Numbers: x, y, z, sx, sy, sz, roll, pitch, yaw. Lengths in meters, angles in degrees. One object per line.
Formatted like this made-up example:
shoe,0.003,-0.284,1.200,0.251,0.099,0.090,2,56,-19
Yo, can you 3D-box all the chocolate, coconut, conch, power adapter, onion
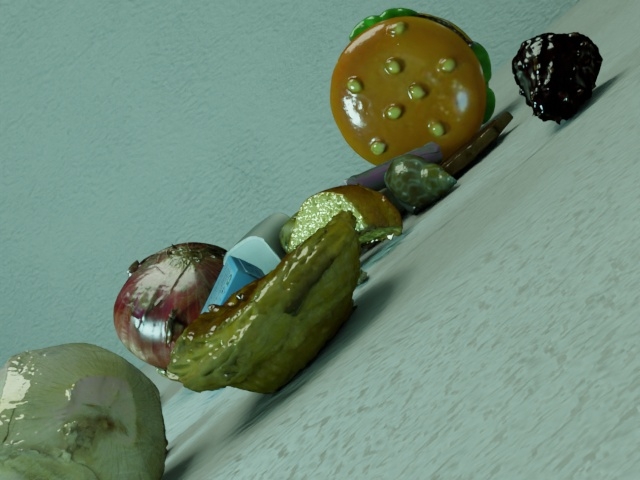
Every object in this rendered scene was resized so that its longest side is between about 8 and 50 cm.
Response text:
chocolate,0.376,-0.241,1.480,0.156,0.156,0.133,-36,34,49
coconut,-0.362,0.292,1.325,0.255,0.297,0.297,-52,-2,34
conch,0.184,-0.116,1.810,0.105,0.116,0.173,-24,-11,-9
power adapter,-0.093,0.046,2.054,0.124,0.187,0.255,-32,8,21
onion,-0.303,0.150,2.107,0.353,0.354,0.353,-40,4,4

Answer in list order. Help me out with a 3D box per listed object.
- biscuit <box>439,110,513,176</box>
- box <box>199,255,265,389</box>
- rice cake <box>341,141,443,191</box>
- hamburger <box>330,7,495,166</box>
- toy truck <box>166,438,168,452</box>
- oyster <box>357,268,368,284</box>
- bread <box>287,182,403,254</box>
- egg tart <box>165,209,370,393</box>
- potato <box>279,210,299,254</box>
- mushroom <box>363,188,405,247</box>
biscuit,0.309,-0.183,1.881,0.215,0.034,0.182,-41,3,20
box,-0.186,0.157,1.796,0.232,0.083,0.142,-62,14,4
rice cake,0.148,-0.141,1.914,0.269,0.055,0.049,-23,32,-26
hamburger,0.222,-0.345,2.199,0.395,0.396,0.277,-39,6,21
toy truck,-0.351,0.386,1.589,0.192,0.083,0.092,-40,-1,16
oyster,0.044,0.057,1.598,0.038,0.080,0.083,-63,-30,0
bread,0.033,-0.037,1.767,0.260,0.134,0.129,-29,-18,39
egg tart,-0.048,0.100,1.370,0.339,0.153,0.351,-39,4,11
potato,0.003,-0.004,1.967,0.137,0.155,0.200,-36,0,22
mushroom,0.145,-0.087,2.006,0.123,0.095,0.351,-57,-6,29
